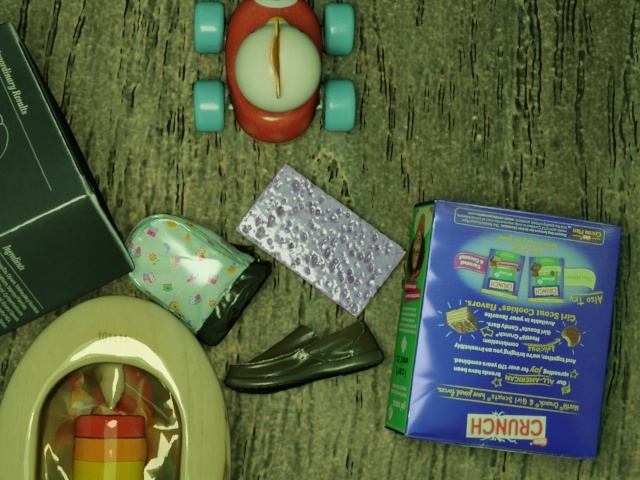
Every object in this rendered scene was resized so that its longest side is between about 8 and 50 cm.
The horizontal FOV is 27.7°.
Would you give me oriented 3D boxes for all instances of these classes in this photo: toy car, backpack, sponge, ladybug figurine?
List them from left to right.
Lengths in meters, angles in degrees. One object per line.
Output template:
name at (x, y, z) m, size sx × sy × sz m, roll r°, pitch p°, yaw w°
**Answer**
ladybug figurine at (-0.269, 0.297, 1.689) m, size 0.305 × 0.162 × 0.449 m, roll 6°, pitch 85°, yaw -4°
backpack at (-0.174, 0.038, 1.737) m, size 0.182 × 0.115 × 0.152 m, roll 37°, pitch 87°, yaw 1°
toy car at (-0.057, -0.243, 1.700) m, size 0.219 × 0.238 × 0.210 m, roll 0°, pitch 86°, yaw -5°
sponge at (0.000, 0.000, 1.793) m, size 0.210 × 0.031 × 0.117 m, roll 36°, pitch 85°, yaw -2°

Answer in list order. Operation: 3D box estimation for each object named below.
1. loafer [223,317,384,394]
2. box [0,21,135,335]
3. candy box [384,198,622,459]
loafer at (-0.027, 0.156, 1.766) m, size 0.220 × 0.080 × 0.078 m, roll -11°, pitch 78°, yaw -10°
box at (-0.482, -0.033, 1.620) m, size 0.395 × 0.212 × 0.293 m, roll -26°, pitch 62°, yaw -5°
candy box at (0.246, 0.121, 1.755) m, size 0.268 × 0.122 × 0.317 m, roll 9°, pitch 85°, yaw -9°
